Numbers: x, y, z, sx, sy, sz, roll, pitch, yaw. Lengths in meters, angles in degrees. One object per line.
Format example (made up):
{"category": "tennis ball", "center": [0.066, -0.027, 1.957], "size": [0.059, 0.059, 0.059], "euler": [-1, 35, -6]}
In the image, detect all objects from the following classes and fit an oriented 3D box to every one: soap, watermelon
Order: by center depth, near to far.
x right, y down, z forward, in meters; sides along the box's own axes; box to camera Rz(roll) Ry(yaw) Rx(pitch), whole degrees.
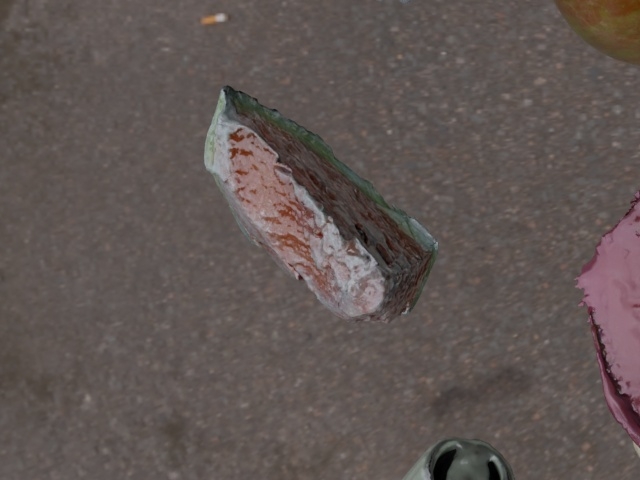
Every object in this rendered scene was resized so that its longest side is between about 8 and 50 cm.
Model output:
{"category": "watermelon", "center": [0.000, 0.000, 0.678], "size": [0.071, 0.187, 0.139], "euler": [-47, 28, 14]}
{"category": "soap", "center": [0.343, 0.088, 1.060], "size": [0.182, 0.112, 0.289], "euler": [-16, 78, 28]}

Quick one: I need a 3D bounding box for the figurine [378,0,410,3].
{"category": "figurine", "center": [0.073, -0.210, 0.641], "size": [0.265, 0.140, 0.193], "euler": [29, 151, -17]}

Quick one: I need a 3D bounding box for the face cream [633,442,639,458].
{"category": "face cream", "center": [0.501, 0.196, 1.150], "size": [0.348, 0.173, 0.081], "euler": [-16, 63, 46]}

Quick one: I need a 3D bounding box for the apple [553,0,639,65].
{"category": "apple", "center": [0.347, -0.296, 1.115], "size": [0.234, 0.256, 0.257], "euler": [-7, 94, 53]}

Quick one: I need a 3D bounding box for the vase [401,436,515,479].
{"category": "vase", "center": [0.093, 0.243, 0.905], "size": [0.128, 0.128, 0.248], "euler": [38, 144, 25]}
